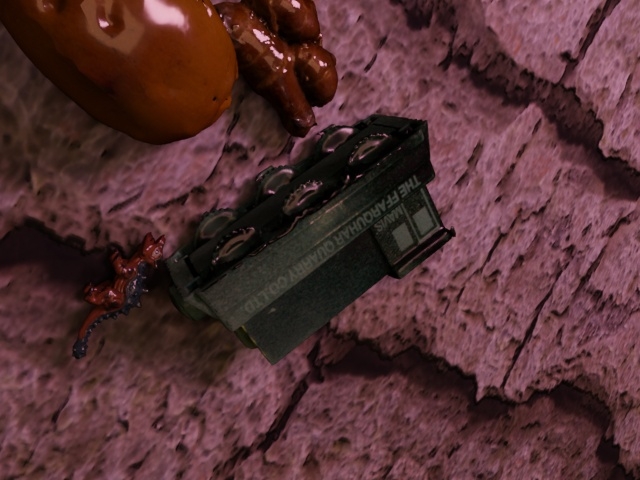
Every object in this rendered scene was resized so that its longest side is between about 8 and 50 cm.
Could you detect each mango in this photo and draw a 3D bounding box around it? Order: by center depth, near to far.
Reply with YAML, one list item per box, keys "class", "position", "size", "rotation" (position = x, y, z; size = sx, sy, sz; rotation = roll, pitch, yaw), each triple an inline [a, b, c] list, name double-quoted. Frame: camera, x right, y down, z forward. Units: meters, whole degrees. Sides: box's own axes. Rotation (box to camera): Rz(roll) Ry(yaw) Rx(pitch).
- class: "mango"
  position: [-0.179, -0.187, 0.425]
  size: [0.155, 0.151, 0.249]
  rotation: [-29, 122, 23]

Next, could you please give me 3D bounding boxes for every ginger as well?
- class: "ginger"
  position: [-0.037, -0.195, 0.534]
  size: [0.103, 0.073, 0.162]
  rotation: [-37, 122, 4]

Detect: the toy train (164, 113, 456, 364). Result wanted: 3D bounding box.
- class: "toy train"
  position: [0.000, 0.000, 0.564]
  size: [0.330, 0.138, 0.178]
  rotation: [-37, 119, -10]

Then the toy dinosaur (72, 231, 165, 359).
- class: "toy dinosaur"
  position: [-0.213, 0.054, 0.530]
  size: [0.055, 0.049, 0.154]
  rotation: [37, 82, -30]
